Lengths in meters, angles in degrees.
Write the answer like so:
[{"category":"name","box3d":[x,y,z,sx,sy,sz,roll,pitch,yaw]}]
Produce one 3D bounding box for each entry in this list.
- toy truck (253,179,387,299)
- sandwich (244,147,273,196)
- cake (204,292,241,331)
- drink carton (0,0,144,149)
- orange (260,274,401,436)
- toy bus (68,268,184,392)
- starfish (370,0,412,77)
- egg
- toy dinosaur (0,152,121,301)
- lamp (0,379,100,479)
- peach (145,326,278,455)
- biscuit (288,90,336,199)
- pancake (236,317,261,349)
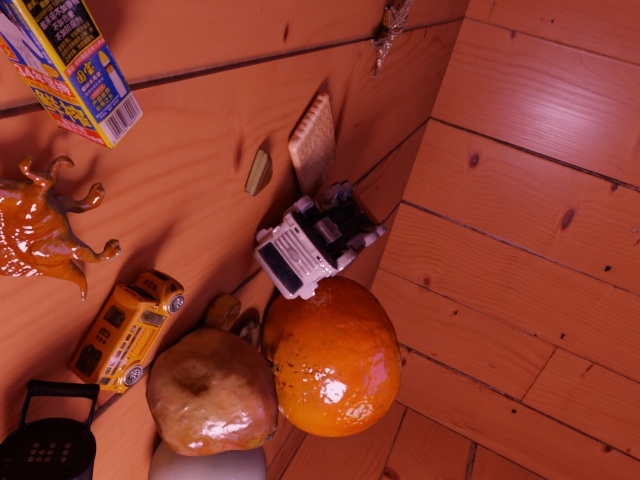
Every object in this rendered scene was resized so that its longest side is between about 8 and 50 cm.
[{"category":"toy truck","box3d":[0.000,0.000,1.081,0.207,0.173,0.387,-40,176,25]},{"category":"sandwich","box3d":[-0.106,-0.121,0.841,0.083,0.030,0.044,-67,161,11]},{"category":"cake","box3d":[-0.194,0.145,0.918,0.084,0.044,0.084,-57,164,-27]},{"category":"drink carton","box3d":[-0.209,-0.154,0.367,0.166,0.071,0.056,87,27,-61]},{"category":"orange","box3d":[0.011,0.300,1.214,0.326,0.424,0.424,-16,137,-27]},{"category":"toy bus","box3d":[-0.254,0.113,0.618,0.162,0.069,0.074,-61,154,-9]},{"category":"starfish","box3d":[0.172,-0.524,1.159,0.227,0.043,0.241,-37,151,-57]},{"category":"egg","box3d":[-0.224,0.481,0.968,0.230,0.229,0.371,-60,168,-21]},{"category":"toy dinosaur","box3d":[-0.267,0.002,0.443,0.142,0.057,0.212,-22,134,-53]},{"category":"lamp","box3d":[-0.316,0.303,0.529,0.172,0.147,0.228,-109,-148,-60]},{"category":"peach","box3d":[-0.179,0.270,0.807,0.214,0.235,0.214,-44,146,-41]},{"category":"biscuit","box3d":[-0.014,-0.197,1.038,0.160,0.030,0.250,-62,164,-17]},{"category":"pancake","box3d":[-0.208,0.299,1.121,0.250,0.031,0.250,-60,167,-23]}]
